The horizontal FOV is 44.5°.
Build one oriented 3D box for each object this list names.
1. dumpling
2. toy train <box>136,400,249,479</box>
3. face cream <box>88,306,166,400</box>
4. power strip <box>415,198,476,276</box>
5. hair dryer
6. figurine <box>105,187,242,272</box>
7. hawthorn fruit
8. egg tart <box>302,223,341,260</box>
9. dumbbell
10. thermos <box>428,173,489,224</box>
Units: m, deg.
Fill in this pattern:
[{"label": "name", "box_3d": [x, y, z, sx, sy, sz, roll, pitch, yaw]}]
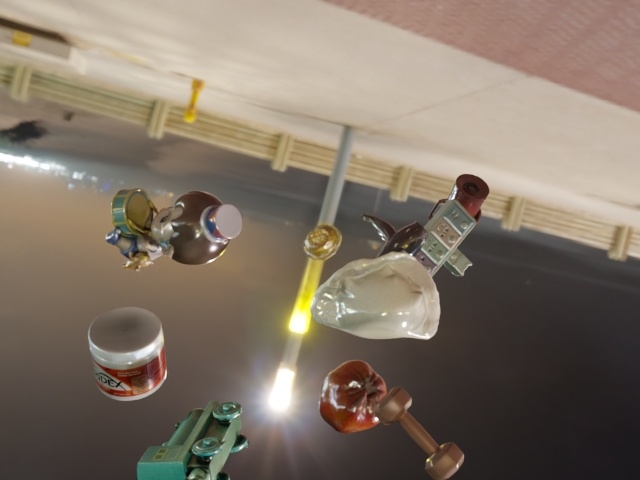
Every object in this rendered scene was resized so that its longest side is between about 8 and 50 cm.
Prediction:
[{"label": "dumpling", "box_3d": [0.099, 0.091, 1.305, 0.229, 0.151, 0.124, 5, -172, -19]}, {"label": "toy train", "box_3d": [-0.283, 0.472, 1.796, 0.194, 0.119, 0.298, -5, -164, 11]}, {"label": "face cream", "box_3d": [-0.538, 0.318, 2.191, 0.201, 0.187, 0.201, 2, -145, -1]}, {"label": "power strip", "box_3d": [0.296, 0.023, 1.889, 0.145, 0.215, 0.061, 45, 166, -10]}, {"label": "hair dryer", "box_3d": [0.136, 0.001, 1.845, 0.075, 0.195, 0.219, 45, -176, -36]}, {"label": "figurine", "box_3d": [-0.274, -0.029, 1.525, 0.276, 0.158, 0.161, -3, -150, 18]}, {"label": "hawthorn fruit", "box_3d": [0.088, 0.515, 2.500, 0.224, 0.224, 0.261, 13, 139, -24]}, {"label": "egg tart", "box_3d": [0.000, 0.000, 2.411, 0.129, 0.128, 0.049, 15, 160, 31]}, {"label": "dumbbell", "box_3d": [0.225, 0.444, 1.793, 0.231, 0.082, 0.092, 46, 155, 9]}, {"label": "thermos", "box_3d": [0.369, -0.071, 2.137, 0.124, 0.099, 0.232, 24, 138, 3]}]
